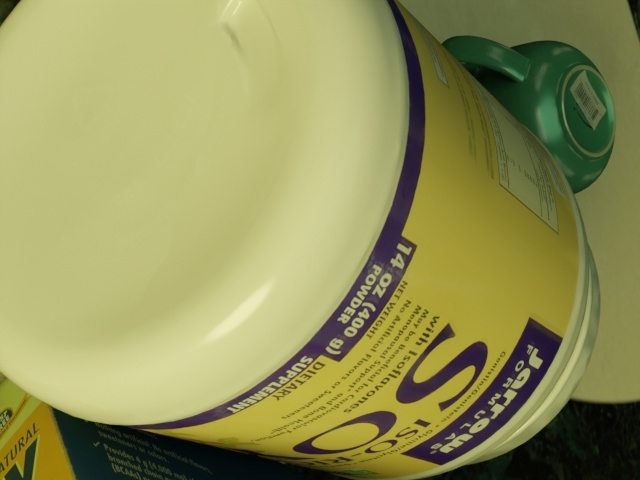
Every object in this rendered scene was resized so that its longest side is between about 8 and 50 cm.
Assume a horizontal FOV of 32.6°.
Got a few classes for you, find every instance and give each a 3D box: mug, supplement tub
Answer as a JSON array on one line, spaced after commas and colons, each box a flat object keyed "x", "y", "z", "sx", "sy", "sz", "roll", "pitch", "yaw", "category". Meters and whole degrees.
[{"x": 0.168, "y": -0.096, "z": 0.880, "sx": 0.158, "sy": 0.097, "sz": 0.129, "roll": 0, "pitch": 85, "yaw": -43, "category": "mug"}, {"x": 0.000, "y": 0.000, "z": 0.586, "sx": 0.331, "sy": 0.241, "sz": 0.241, "roll": 29, "pitch": 65, "yaw": -53, "category": "supplement tub"}]

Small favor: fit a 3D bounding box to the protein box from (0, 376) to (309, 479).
[{"x": -0.076, "y": 0.190, "z": 0.519, "sx": 0.200, "sy": 0.201, "sz": 0.136, "roll": 32, "pitch": 99, "yaw": -35, "category": "protein box"}]
